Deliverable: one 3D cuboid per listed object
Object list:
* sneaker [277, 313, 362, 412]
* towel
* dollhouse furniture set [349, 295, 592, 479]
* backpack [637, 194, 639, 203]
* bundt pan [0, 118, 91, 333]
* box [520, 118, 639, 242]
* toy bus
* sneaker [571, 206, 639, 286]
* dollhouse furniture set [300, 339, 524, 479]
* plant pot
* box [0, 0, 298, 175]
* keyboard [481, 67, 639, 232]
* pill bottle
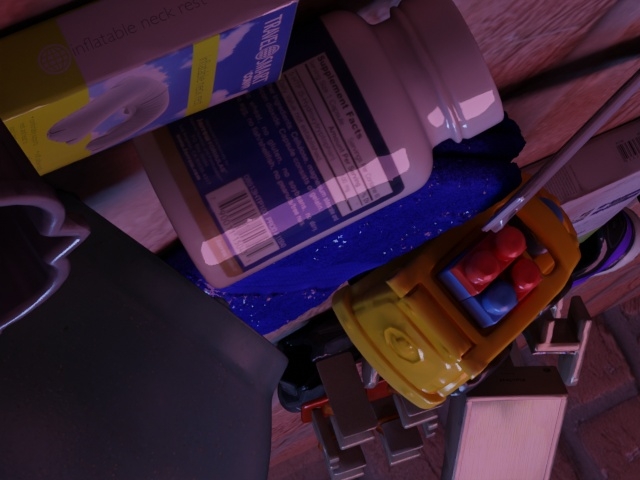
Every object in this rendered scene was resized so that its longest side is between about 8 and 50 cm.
[{"bbox_3d":[-0.020,0.151,2.000,0.106,0.078,0.234,-17,162,-31],"label":"sneaker"},{"bbox_3d":[0.000,0.000,1.314,0.308,0.076,0.228,-34,168,33],"label":"towel"},{"bbox_3d":[0.149,0.139,1.640,0.212,0.242,0.161,0,123,-11],"label":"dollhouse furniture set"},{"bbox_3d":[0.499,-0.034,2.086,0.158,0.173,0.117,-33,167,28],"label":"backpack"},{"bbox_3d":[-0.259,0.010,0.612,0.331,0.124,0.331,-25,170,-5],"label":"bundt pan"},{"bbox_3d":[0.235,-0.026,1.815,0.232,0.058,0.322,-23,167,-19],"label":"box"},{"bbox_3d":[0.144,0.019,1.425,0.220,0.149,0.211,-42,180,-21],"label":"toy bus"},{"bbox_3d":[0.252,0.039,2.080,0.293,0.102,0.146,-36,163,19],"label":"sneaker"},{"bbox_3d":[0.100,0.161,1.941,0.259,0.135,0.262,-18,162,-8],"label":"dollhouse furniture set"},{"bbox_3d":[-0.142,0.095,0.986,0.196,0.293,0.293,-53,171,-6],"label":"plant pot"},{"bbox_3d":[-0.083,-0.086,0.797,0.178,0.042,0.109,-24,169,-12],"label":"box"},{"bbox_3d":[0.219,-0.095,1.343,0.256,0.014,0.072,-44,173,-29],"label":"keyboard"},{"bbox_3d":[-0.001,-0.062,0.921,0.187,0.112,0.112,-27,169,0],"label":"pill bottle"}]
